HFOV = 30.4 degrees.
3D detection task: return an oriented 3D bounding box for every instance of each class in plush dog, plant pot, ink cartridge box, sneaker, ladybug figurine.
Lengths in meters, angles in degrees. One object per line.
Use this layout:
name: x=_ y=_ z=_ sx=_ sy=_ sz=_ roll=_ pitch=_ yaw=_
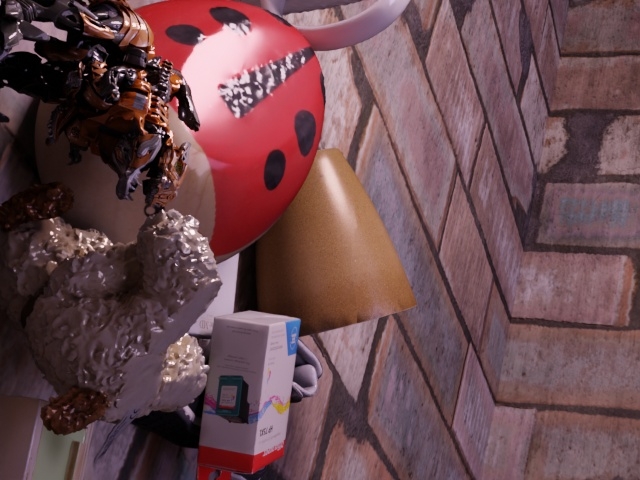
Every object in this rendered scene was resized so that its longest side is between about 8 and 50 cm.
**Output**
plush dog: x=-0.241 y=0.065 z=1.154 sx=0.210 sy=0.225 sz=0.262 roll=-34 pitch=152 yaw=-33
plant pot: x=0.000 y=0.000 z=1.734 sx=0.237 sy=0.237 sz=0.254 roll=-9 pitch=86 yaw=-67
ink cartridge box: x=-0.092 y=0.210 z=1.483 sx=0.134 sy=0.078 sz=0.231 roll=0 pitch=97 yaw=-74
sneaker: x=-0.075 y=0.227 z=1.620 sx=0.101 sy=0.153 sz=0.269 roll=-47 pitch=134 yaw=-57
sneaker: x=-0.182 y=0.192 z=1.472 sx=0.235 sy=0.084 sz=0.097 roll=62 pitch=32 yaw=-64
ladybug figurine: x=-0.128 y=-0.143 z=1.340 sx=0.305 sy=0.162 sz=0.449 roll=55 pitch=39 yaw=-11

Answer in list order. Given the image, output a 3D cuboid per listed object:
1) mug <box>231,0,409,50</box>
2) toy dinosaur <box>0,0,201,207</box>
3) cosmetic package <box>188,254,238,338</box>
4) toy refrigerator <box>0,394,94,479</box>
mug: x=0.028 y=-0.412 z=1.552 sx=0.276 sy=0.328 sz=0.374 roll=54 pitch=37 yaw=-56
toy dinosaur: x=-0.233 y=-0.169 z=1.132 sx=0.218 sy=0.322 sz=0.164 roll=-2 pitch=126 yaw=-35
cosmetic package: x=-0.161 y=0.008 z=1.492 sx=0.117 sy=0.085 sz=0.231 roll=19 pitch=73 yaw=-66
toy refrigerator: x=-0.305 y=0.294 z=1.155 sx=0.102 sy=0.094 sz=0.270 roll=41 pitch=53 yaw=-61
